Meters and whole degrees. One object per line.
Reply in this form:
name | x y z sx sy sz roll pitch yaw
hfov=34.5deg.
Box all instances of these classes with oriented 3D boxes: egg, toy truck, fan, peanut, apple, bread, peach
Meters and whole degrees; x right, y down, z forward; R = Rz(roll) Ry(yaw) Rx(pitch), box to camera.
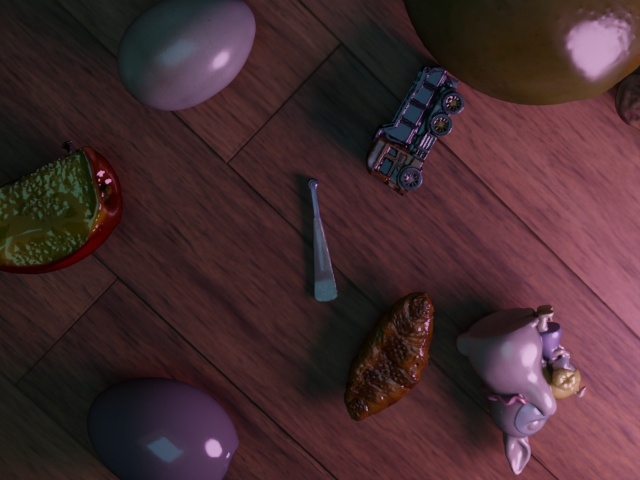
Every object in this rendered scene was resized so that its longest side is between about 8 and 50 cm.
egg | -0.187 -0.271 1.454 0.209 0.151 0.151 -31 99 0
egg | -0.242 0.297 1.562 0.231 0.176 0.176 20 102 -3
toy truck | 0.136 -0.165 1.495 0.092 0.083 0.192 28 101 -4
fan | 0.000 0.000 1.571 0.038 0.016 0.193 -6 103 1
peanut | 0.518 -0.156 1.478 0.104 0.086 0.228 -42 96 13
apple | 0.275 -0.346 1.325 0.357 0.357 0.358 1 102 2
bread | 0.113 0.175 1.572 0.105 0.076 0.233 31 109 8
peach | -0.413 -0.026 1.509 0.267 0.159 0.154 -24 89 5

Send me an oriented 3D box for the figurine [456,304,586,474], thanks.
figurine | 0.313 0.225 1.556 0.155 0.127 0.236 -22 106 -3
